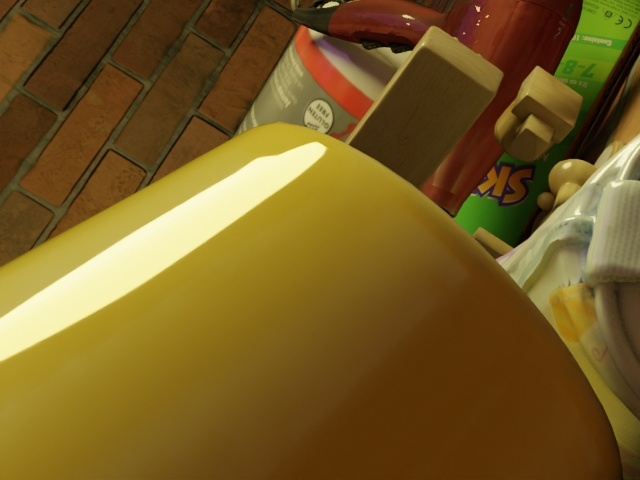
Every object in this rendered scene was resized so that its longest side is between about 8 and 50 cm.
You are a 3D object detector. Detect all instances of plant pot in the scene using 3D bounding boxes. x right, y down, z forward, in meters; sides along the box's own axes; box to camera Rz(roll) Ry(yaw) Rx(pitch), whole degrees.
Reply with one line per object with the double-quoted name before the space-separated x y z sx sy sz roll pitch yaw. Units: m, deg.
"plant pot" -0.051 0.102 0.476 0.239 0.254 0.254 -43 -1 -19

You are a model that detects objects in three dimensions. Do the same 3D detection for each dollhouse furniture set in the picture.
"dollhouse furniture set" 0.103 -0.058 1.007 0.144 0.151 0.123 -53 7 39

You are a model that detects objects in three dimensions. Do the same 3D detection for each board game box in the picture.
"board game box" 0.129 -0.099 1.165 0.259 0.124 0.039 -58 -22 -15

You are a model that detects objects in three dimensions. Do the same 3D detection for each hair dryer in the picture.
"hair dryer" 0.084 -0.141 1.145 0.223 0.080 0.293 -35 44 35

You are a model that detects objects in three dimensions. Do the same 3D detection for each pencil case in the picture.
"pencil case" 0.098 0.041 0.581 0.113 0.124 0.273 -59 5 -19

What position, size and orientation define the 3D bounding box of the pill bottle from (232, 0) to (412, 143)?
"pill bottle" 0.000 0.000 1.354 0.363 0.210 0.210 -57 5 23
